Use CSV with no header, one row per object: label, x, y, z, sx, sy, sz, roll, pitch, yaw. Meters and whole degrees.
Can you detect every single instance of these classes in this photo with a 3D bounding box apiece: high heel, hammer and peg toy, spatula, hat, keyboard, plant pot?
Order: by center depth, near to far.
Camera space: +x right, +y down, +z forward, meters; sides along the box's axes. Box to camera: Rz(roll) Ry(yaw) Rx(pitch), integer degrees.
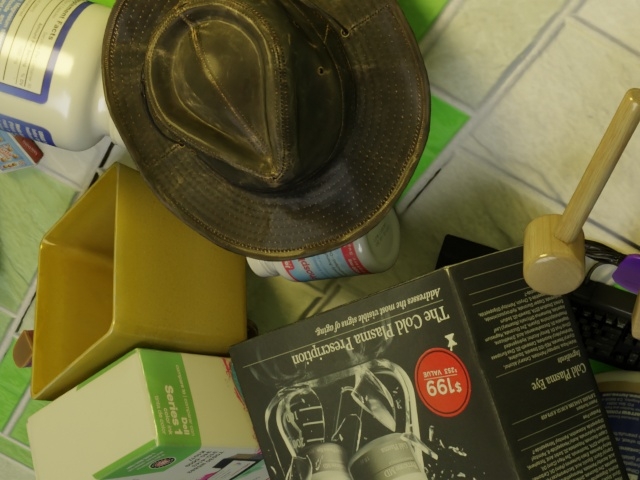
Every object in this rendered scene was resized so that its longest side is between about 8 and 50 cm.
hammer and peg toy,0.366,0.013,1.298,0.361,0.127,0.266,7,141,4
hat,-0.062,-0.132,1.320,0.331,0.134,0.331,2,101,10
spatula,0.350,-0.019,1.394,0.084,0.030,0.296,18,143,5
keyboard,0.279,0.063,1.583,0.317,0.033,0.201,17,141,6
plant pot,-0.199,0.068,1.684,0.187,0.212,0.212,17,145,-30
high heel,-0.294,0.094,1.895,0.117,0.082,0.244,0,139,-44

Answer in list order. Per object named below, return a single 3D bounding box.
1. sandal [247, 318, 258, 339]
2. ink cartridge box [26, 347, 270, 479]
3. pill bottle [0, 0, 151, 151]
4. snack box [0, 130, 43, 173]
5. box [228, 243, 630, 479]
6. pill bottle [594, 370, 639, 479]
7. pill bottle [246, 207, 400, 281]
sandal,-0.122,0.124,1.840,0.072,0.049,0.180,5,158,-11
ink cartridge box,-0.157,0.222,1.669,0.201,0.117,0.278,-33,152,33
pill bottle,-0.282,-0.178,1.485,0.272,0.152,0.152,17,141,7
snack box,-0.394,-0.149,1.678,0.064,0.022,0.178,-10,131,33
box,0.113,0.201,1.540,0.343,0.179,0.313,-23,84,44
pill bottle,0.333,0.290,1.615,0.153,0.265,0.153,13,151,7
pill bottle,0.000,0.000,1.601,0.160,0.087,0.087,-8,132,33
